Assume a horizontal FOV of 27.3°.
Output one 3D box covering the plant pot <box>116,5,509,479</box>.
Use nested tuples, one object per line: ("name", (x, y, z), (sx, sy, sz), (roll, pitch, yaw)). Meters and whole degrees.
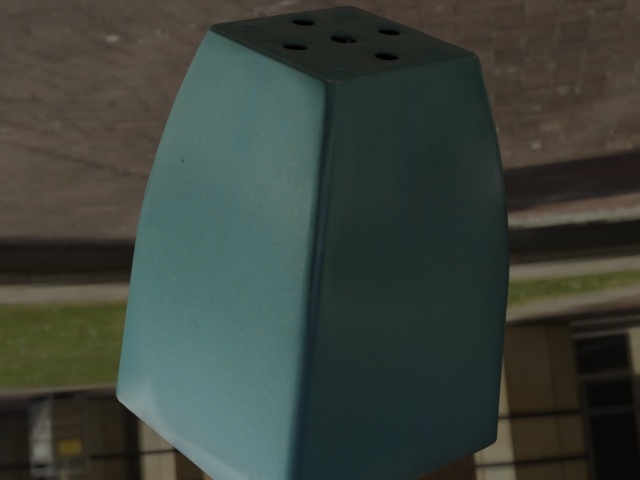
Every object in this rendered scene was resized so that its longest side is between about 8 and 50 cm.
("plant pot", (0.000, 0.000, 0.729), (0.166, 0.234, 0.165), (-16, -147, -38))
